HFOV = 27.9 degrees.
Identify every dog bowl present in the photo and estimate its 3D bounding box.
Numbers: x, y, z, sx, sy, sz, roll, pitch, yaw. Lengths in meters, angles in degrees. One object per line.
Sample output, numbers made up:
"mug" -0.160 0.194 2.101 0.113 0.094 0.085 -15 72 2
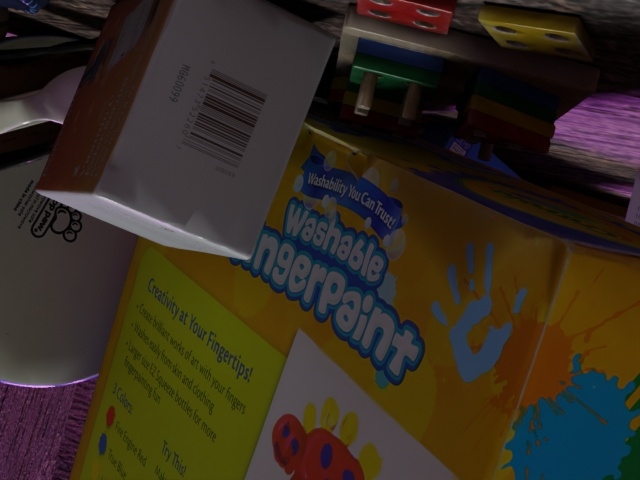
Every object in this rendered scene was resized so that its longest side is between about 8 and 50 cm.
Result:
"dog bowl" -0.222 -0.023 0.982 0.265 0.265 0.104 17 174 -35

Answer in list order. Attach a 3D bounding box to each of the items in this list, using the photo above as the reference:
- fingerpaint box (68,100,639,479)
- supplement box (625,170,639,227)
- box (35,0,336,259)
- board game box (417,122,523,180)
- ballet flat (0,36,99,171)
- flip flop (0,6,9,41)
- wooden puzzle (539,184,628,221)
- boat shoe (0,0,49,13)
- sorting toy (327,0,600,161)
"fingerpaint box" 0.018 0.124 0.777 0.163 0.371 0.445 12 -170 -30
"supplement box" 0.265 0.073 0.913 0.114 0.220 0.111 11 176 31
"box" -0.082 -0.068 0.726 0.091 0.130 0.170 23 173 -22
"board game box" 0.126 -0.010 1.006 0.210 0.047 0.160 37 166 -23
"ballet flat" -0.224 -0.084 0.829 0.280 0.095 0.096 -19 -170 -22
"flip flop" -0.266 -0.151 0.745 0.112 0.080 0.277 9 -169 14
"wooden puzzle" 0.233 -0.007 1.168 0.239 0.044 0.221 11 172 -18
"boat shoe" -0.219 -0.138 0.546 0.109 0.089 0.258 12 176 36
"sorting toy" 0.071 -0.078 0.699 0.132 0.046 0.274 14 176 -1
